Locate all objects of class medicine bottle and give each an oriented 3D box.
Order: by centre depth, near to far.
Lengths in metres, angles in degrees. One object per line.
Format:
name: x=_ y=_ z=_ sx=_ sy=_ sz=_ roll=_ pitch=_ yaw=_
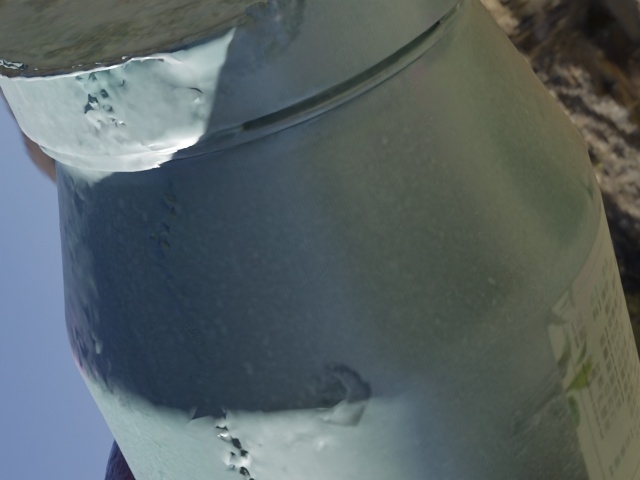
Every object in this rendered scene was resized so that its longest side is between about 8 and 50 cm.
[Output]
medicine bottle: x=0.000 y=0.000 z=0.518 sx=0.245 sy=0.245 sz=0.290 roll=53 pitch=167 yaw=57

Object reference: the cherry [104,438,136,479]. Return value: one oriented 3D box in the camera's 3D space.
cherry: x=-0.050 y=0.197 z=0.846 sx=0.206 sy=0.239 sz=0.239 roll=16 pitch=-161 yaw=-27
